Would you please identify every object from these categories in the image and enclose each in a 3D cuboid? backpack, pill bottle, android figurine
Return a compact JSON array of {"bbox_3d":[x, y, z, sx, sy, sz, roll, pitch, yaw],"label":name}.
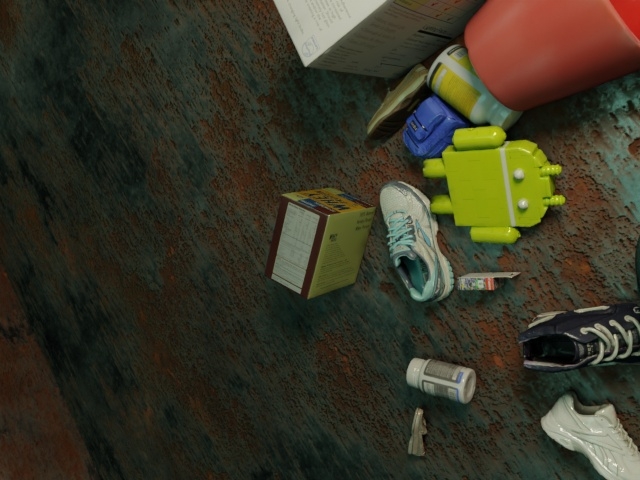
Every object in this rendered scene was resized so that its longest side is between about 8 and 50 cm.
[{"bbox_3d":[0.226,-0.231,1.268,0.120,0.101,0.098,-50,45,33],"label":"backpack"},{"bbox_3d":[0.305,-0.293,1.199,0.184,0.103,0.103,46,121,21],"label":"pill bottle"},{"bbox_3d":[0.264,0.305,1.349,0.137,0.078,0.078,8,103,35],"label":"pill bottle"},{"bbox_3d":[0.337,-0.107,1.205,0.273,0.056,0.248,4,121,35],"label":"android figurine"}]

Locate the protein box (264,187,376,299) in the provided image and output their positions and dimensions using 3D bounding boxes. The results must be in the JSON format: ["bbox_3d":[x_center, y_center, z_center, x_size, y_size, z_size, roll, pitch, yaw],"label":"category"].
[{"bbox_3d":[0.000,0.000,1.412,0.136,0.200,0.201,26,112,30],"label":"protein box"}]

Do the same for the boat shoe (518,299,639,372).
[{"bbox_3d":[0.522,0.180,1.088,0.340,0.158,0.127,-15,89,37],"label":"boat shoe"}]

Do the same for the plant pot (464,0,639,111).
[{"bbox_3d":[0.399,-0.363,1.039,0.243,0.275,0.275,-29,81,46],"label":"plant pot"}]

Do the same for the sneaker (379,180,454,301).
[{"bbox_3d":[0.196,0.001,1.317,0.110,0.122,0.283,-29,81,35],"label":"sneaker"}]

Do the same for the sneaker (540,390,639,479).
[{"bbox_3d":[0.541,0.371,1.154,0.232,0.090,0.115,31,111,27],"label":"sneaker"}]

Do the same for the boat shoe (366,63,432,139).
[{"bbox_3d":[0.166,-0.301,1.331,0.190,0.068,0.072,-41,61,23],"label":"boat shoe"}]

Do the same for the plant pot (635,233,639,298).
[{"bbox_3d":[0.593,0.021,0.893,0.271,0.255,0.272,-14,64,31],"label":"plant pot"}]

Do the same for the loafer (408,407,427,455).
[{"bbox_3d":[0.231,0.446,1.424,0.039,0.045,0.125,12,113,17],"label":"loafer"}]

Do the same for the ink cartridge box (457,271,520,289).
[{"bbox_3d":[0.347,0.084,1.258,0.115,0.063,0.029,-3,95,36],"label":"ink cartridge box"}]

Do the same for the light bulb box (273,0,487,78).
[{"bbox_3d":[0.153,-0.493,1.118,0.361,0.358,0.225,-30,82,35],"label":"light bulb box"}]
